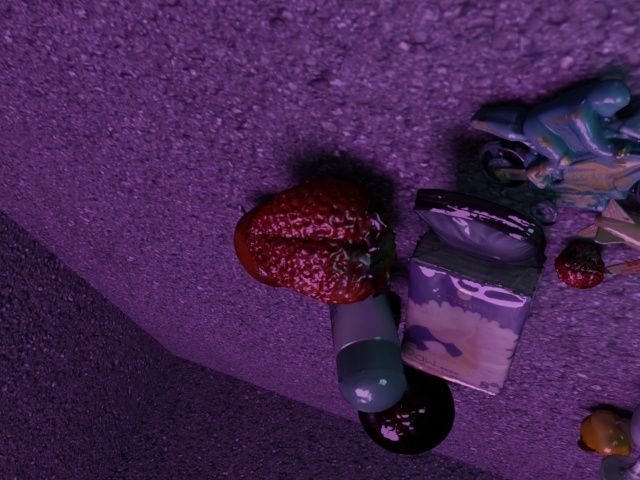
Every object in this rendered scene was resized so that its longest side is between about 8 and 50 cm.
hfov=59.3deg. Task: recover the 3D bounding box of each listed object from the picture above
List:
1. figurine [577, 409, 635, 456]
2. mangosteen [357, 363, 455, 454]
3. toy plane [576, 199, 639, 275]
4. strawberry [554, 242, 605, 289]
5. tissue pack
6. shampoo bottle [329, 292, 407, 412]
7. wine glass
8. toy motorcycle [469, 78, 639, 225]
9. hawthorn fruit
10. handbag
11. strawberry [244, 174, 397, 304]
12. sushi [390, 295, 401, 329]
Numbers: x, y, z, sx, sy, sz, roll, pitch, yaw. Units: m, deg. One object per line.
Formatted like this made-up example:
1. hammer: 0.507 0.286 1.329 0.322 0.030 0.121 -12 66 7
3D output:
1. figurine: 0.809 0.515 1.488 0.246 0.131 0.156 -20 110 40
2. mangosteen: 0.280 0.524 1.808 0.307 0.306 0.347 16 -177 20
3. toy plane: 0.514 0.006 0.818 0.244 0.092 0.229 19 151 13
4. strawberry: 0.449 0.047 0.973 0.083 0.083 0.096 7 159 33
5. tissue pack: 0.299 0.162 1.173 0.243 0.125 0.343 17 136 20
6. shampoo bottle: 0.100 0.212 1.261 0.151 0.349 0.221 -5 139 -1
7. wine glass: 0.767 0.471 1.300 0.144 0.143 0.321 17 130 17
8. toy motorcycle: 0.337 -0.116 0.731 0.297 0.109 0.198 13 140 39
9. hawthorn fruit: -0.116 -0.006 1.291 0.225 0.196 0.196 42 160 22
10. handbag: 0.269 -0.011 0.919 0.192 0.074 0.332 18 177 24
11. strawberry: 0.000 0.000 1.096 0.289 0.249 0.238 -5 -176 12
12. sushi: 0.148 0.222 1.527 0.136 0.126 0.225 20 148 16
